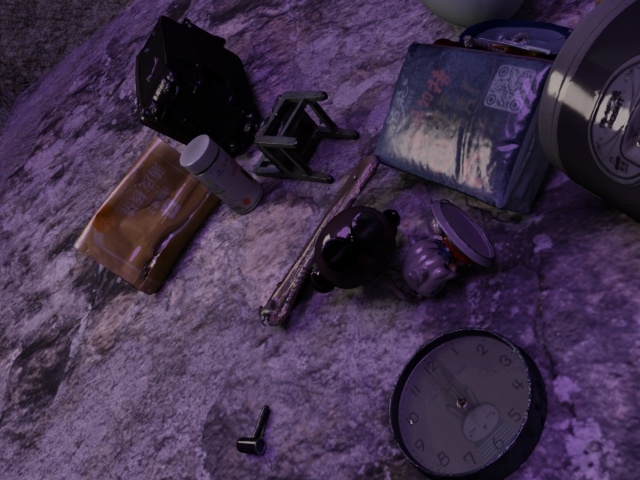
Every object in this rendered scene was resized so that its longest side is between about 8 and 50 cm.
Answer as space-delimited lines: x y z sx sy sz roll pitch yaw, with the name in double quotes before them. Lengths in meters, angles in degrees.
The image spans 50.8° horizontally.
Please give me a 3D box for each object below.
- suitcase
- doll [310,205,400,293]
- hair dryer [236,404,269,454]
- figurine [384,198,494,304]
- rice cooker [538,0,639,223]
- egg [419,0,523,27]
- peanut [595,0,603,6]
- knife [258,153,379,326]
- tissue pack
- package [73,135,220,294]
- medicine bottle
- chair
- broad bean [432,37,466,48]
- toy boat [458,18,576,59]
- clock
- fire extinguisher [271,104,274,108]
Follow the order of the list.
"suitcase" -0.314 -0.384 1.702 0.194 0.283 0.434 -50 35 26
"doll" 0.051 0.015 1.073 0.182 0.117 0.257 -38 -1 1
"hair dryer" -0.105 0.309 1.107 0.047 0.026 0.083 -8 49 38
"figurine" 0.167 0.028 1.031 0.153 0.132 0.132 -44 36 25
"rice cooker" 0.427 -0.154 0.792 0.288 0.288 0.277 -43 43 5
"egg" 0.281 -0.550 1.317 0.229 0.230 0.371 -33 44 18
"peanut" 0.490 -0.371 1.114 0.053 0.054 0.113 -33 41 18
"knife" 0.004 0.003 1.212 0.365 0.043 0.089 -57 32 6
"tissue pack" 0.237 -0.195 1.102 0.315 0.103 0.228 30 104 51
"package" -0.374 -0.044 1.555 0.165 0.221 0.311 32 82 30
"medicine bottle" -0.212 -0.140 1.464 0.086 0.183 0.086 -24 44 26
"chair" -0.073 -0.223 1.437 0.270 0.147 0.136 13 68 46
"broad bean" 0.263 -0.316 1.251 0.114 0.084 0.165 -56 43 2
"toy boat" 0.348 -0.318 1.069 0.220 0.067 0.291 1 16 -5
"clock" 0.189 0.216 0.897 0.214 0.042 0.215 -25 43 26
"fire extinguisher" -0.108 -0.294 1.629 0.037 0.025 0.083 12 60 6
